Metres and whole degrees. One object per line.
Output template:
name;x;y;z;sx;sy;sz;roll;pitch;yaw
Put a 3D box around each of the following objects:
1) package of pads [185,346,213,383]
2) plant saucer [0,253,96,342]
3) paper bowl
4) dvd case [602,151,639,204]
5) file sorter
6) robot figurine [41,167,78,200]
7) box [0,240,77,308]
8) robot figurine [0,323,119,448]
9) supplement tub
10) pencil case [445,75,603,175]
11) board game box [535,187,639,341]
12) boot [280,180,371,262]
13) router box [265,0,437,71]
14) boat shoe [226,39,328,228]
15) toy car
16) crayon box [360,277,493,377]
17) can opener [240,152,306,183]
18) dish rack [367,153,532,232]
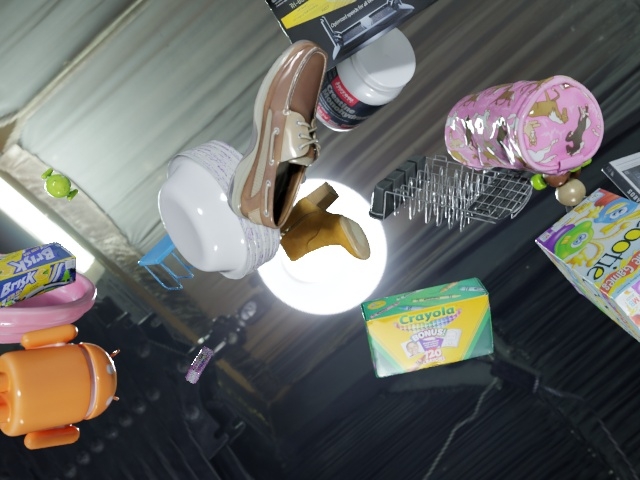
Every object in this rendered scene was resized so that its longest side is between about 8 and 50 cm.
package of pads;-0.303;0.311;1.366;0.032;0.050;0.083;29;-146;-2
plant saucer;-0.613;0.110;1.052;0.332;0.084;0.332;13;-171;-2
paper bowl;-0.224;-0.050;1.131;0.284;0.148;0.284;34;140;34
dvd case;0.724;-0.086;1.139;0.239;0.179;0.030;58;148;24
file sorter;-0.356;0.032;1.411;0.118;0.170;0.104;-6;128;50
robot figurine;-0.744;-0.154;1.553;0.101;0.067;0.115;47;163;-23
box;-0.463;0.056;0.833;0.059;0.054;0.169;30;-150;24
robot figurine;-0.420;0.227;0.859;0.219;0.128;0.158;1;-133;-46
supplement tub;0.099;-0.415;1.413;0.191;0.191;0.272;49;154;-8
pencil case;0.377;-0.218;1.077;0.167;0.160;0.386;37;-177;-11
board game box;0.473;0.040;0.831;0.142;0.144;0.275;45;-169;-12
boot;-0.001;-0.001;1.474;0.104;0.211;0.295;25;-152;-47
router box;0.050;-0.516;1.102;0.243;0.308;0.081;55;-166;-25
boat shoe;-0.050;-0.168;0.928;0.116;0.324;0.123;32;-156;28
toy car;0.802;-0.166;1.749;0.155;0.149;0.188;-36;80;51
crayon box;0.245;0.201;1.258;0.081;0.278;0.165;-100;-3;-64
can opener;-0.155;-0.178;1.394;0.093;0.280;0.074;-12;81;54
dish rack;0.249;-0.087;1.036;0.271;0.208;0.074;17;127;30
